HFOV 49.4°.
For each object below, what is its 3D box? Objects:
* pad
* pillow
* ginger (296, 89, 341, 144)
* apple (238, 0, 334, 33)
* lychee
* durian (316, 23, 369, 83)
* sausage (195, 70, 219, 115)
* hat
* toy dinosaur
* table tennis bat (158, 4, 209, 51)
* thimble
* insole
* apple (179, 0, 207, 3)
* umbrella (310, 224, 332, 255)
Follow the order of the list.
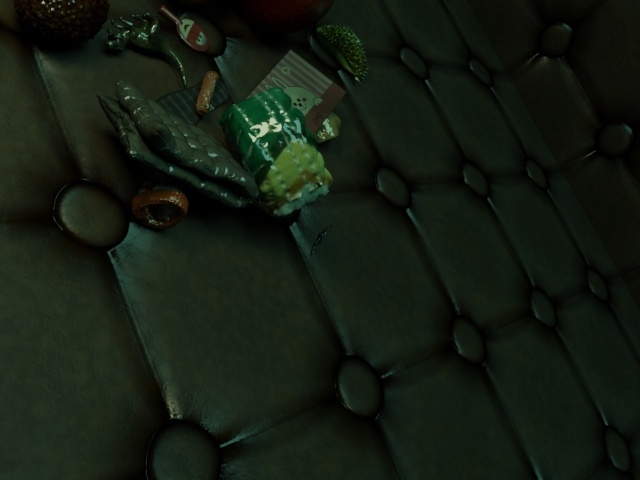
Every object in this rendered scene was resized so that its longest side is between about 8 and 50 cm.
[{"bbox_3d":[-0.071,-0.378,1.874,0.202,0.005,0.300,37,54,-4],"label":"pad"},{"bbox_3d":[-0.287,-0.189,1.440,0.326,0.101,0.228,31,15,-49],"label":"pillow"},{"bbox_3d":[-0.025,-0.367,1.940,0.137,0.074,0.213,-23,84,-55],"label":"ginger"},{"bbox_3d":[-0.121,-0.740,1.916,0.349,0.276,0.348,58,12,-19],"label":"apple"},{"bbox_3d":[-0.532,-0.497,1.453,0.188,0.188,0.188,25,47,-31],"label":"lychee"},{"bbox_3d":[0.091,-0.614,2.218,0.221,0.095,0.137,52,40,-13],"label":"durian"},{"bbox_3d":[-0.275,-0.365,1.698,0.036,0.042,0.158,5,48,3],"label":"sausage"},{"bbox_3d":[-0.328,-0.106,1.441,0.112,0.094,0.163,-2,49,-6],"label":"hat"},{"bbox_3d":[-0.421,-0.439,1.638,0.187,0.087,0.179,-19,111,-34],"label":"toy dinosaur"},{"bbox_3d":[-0.348,-0.545,1.788,0.154,0.019,0.098,37,42,-25],"label":"table tennis bat"},{"bbox_3d":[-0.102,-0.195,1.590,0.167,0.254,0.288,-28,76,-9],"label":"thimble"},{"bbox_3d":[-0.312,-0.319,1.665,0.110,0.012,0.309,49,40,-4],"label":"insole"},{"bbox_3d":[-0.334,-0.702,1.779,0.173,0.188,0.188,17,52,-49],"label":"apple"},{"bbox_3d":[-0.002,0.000,1.745,0.122,0.022,0.013,-54,130,-39],"label":"umbrella"}]
